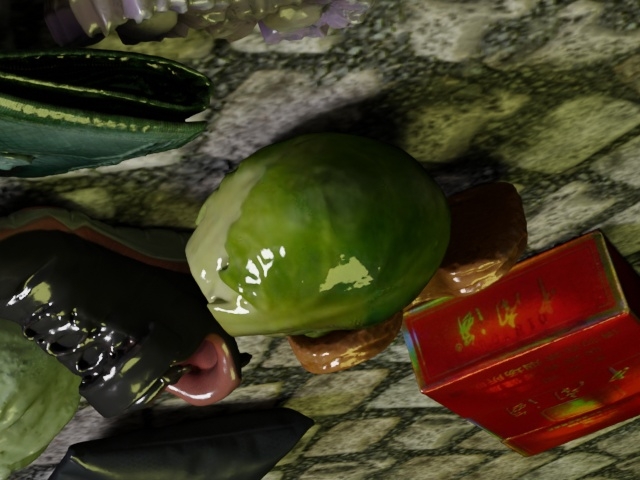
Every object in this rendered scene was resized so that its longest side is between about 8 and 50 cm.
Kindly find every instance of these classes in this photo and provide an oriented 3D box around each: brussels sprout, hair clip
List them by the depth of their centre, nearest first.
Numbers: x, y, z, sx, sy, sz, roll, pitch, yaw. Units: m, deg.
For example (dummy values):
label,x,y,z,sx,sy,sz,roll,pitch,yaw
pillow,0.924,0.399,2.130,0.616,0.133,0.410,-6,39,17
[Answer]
label,x,y,z,sx,sy,sz,roll,pitch,yaw
hair clip,-0.064,-0.145,1.002,0.292,0.084,0.106,-1,170,-40
brussels sprout,-0.002,-0.005,1.260,0.181,0.144,0.161,-25,-167,-5

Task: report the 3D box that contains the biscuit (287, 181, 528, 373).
label,x,y,z,sx,sy,sz,roll,pitch,yaw
biscuit,0.066,0.031,1.351,0.192,0.186,0.036,-21,112,10

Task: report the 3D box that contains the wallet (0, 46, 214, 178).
label,x,y,z,sx,sy,sz,roll,pitch,yaw
wallet,-0.182,-0.066,1.027,0.160,0.055,0.236,5,171,-32

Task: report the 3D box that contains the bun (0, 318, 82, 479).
label,x,y,z,sx,sy,sz,roll,pitch,yaw
bun,-0.270,0.126,1.404,0.195,0.118,0.195,-13,153,-7

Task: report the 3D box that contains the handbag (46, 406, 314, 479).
label,x,y,z,sx,sy,sz,roll,pitch,yaw
handbag,-0.156,0.232,1.742,0.254,0.088,0.211,-5,152,-32

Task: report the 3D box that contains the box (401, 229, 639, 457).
label,x,y,z,sx,sy,sz,roll,pitch,yaw
box,0.223,0.106,1.699,0.197,0.089,0.313,-24,156,16

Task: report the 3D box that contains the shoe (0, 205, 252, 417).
label,x,y,z,sx,sy,sz,roll,pitch,yaw
shoe,-0.160,0.061,1.300,0.114,0.137,0.291,-34,149,34
